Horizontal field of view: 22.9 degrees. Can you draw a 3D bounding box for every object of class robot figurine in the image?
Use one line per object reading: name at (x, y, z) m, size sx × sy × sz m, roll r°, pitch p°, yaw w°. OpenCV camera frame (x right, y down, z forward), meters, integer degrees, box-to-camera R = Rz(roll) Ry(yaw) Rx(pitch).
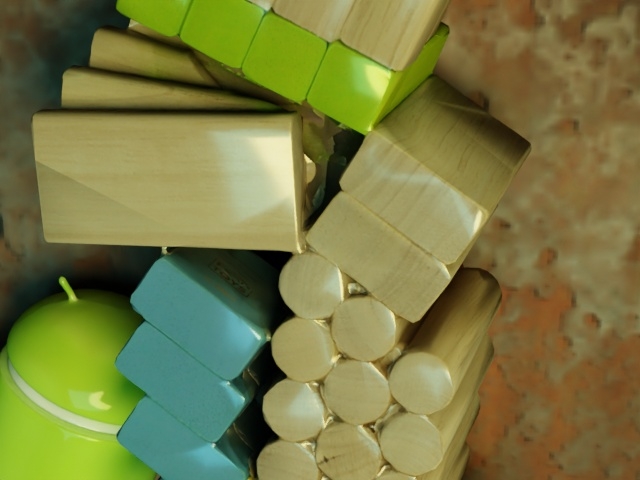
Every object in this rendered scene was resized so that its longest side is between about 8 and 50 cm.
robot figurine at (-0.088, 0.068, 0.561) m, size 0.101 × 0.067 × 0.115 m, roll 18°, pitch 113°, yaw -12°

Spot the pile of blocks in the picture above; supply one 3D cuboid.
pile of blocks at (0.000, 0.000, 0.514) m, size 0.149 × 0.112 × 0.362 m, roll 5°, pitch 108°, yaw 15°
